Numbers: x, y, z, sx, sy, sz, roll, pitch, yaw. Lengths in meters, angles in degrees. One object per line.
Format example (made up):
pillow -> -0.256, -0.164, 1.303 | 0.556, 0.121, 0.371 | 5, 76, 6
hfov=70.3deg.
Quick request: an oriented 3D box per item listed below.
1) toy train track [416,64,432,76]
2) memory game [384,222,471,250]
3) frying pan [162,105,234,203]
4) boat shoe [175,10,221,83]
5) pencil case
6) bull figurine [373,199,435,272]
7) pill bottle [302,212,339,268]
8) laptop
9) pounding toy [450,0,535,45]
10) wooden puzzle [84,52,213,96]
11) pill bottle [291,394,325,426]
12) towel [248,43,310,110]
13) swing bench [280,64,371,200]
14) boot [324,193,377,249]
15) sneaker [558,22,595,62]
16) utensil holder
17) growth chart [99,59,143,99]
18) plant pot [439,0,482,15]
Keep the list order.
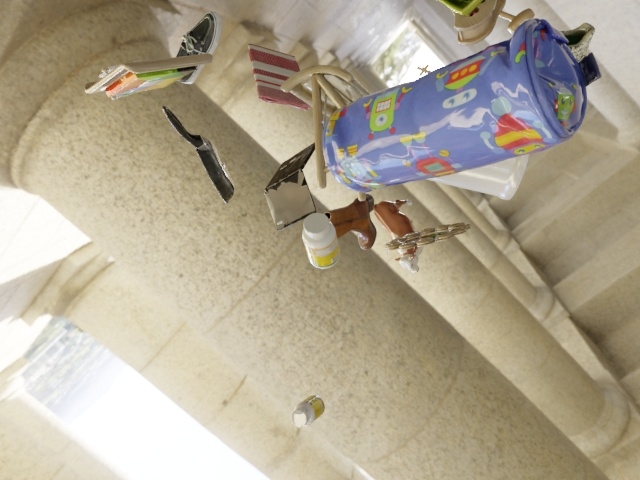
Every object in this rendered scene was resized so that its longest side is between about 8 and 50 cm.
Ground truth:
toy train track -> 0.335, -0.525, 1.408 | 0.048, 0.083, 0.014 | 134, -36, -56
memory game -> 0.225, -0.010, 0.964 | 0.186, 0.012, 0.186 | -16, -175, 2
frying pan -> -0.299, -0.235, 1.154 | 0.053, 0.326, 0.197 | -26, -140, -3
boat shoe -> -0.501, -0.764, 1.789 | 0.306, 0.113, 0.105 | -46, 164, 26
pencil case -> 0.136, -0.143, 0.526 | 0.306, 0.119, 0.133 | -9, -106, 50
bull figurine -> 0.315, -0.029, 1.673 | 0.188, 0.310, 0.101 | -9, 149, -34
pill bottle -> 0.000, 0.000, 1.577 | 0.117, 0.118, 0.208 | -50, 153, -22
laptop -> -0.083, -0.201, 1.666 | 0.234, 0.136, 0.264 | -21, -147, 45
pounding toy -> 0.385, -0.577, 1.156 | 0.154, 0.269, 0.155 | -45, 156, 10
wooden puzzle -> -0.397, -0.380, 1.056 | 0.239, 0.044, 0.221 | 3, -156, 42
pill bottle -> -0.037, 0.483, 1.280 | 0.065, 0.065, 0.116 | -45, 163, 15
towel -> -0.182, -0.702, 1.952 | 0.037, 0.237, 0.329 | -48, -133, 46
swing bench -> 0.074, -0.245, 1.014 | 0.165, 0.254, 0.253 | -24, 169, 25
boot -> 0.125, -0.038, 1.895 | 0.280, 0.096, 0.264 | -30, 134, -41
sneaker -> 0.598, -0.544, 1.322 | 0.410, 0.158, 0.182 | -15, 155, -3
utensil holder -> 0.550, -0.352, 1.692 | 0.327, 0.386, 0.327 | 14, 90, -80
growth chart -> -0.745, -0.608, 1.726 | 0.172, 0.021, 0.237 | -28, 179, -21
plant pot -> 0.301, -0.647, 0.980 | 0.227, 0.207, 0.228 | -43, -131, 17
